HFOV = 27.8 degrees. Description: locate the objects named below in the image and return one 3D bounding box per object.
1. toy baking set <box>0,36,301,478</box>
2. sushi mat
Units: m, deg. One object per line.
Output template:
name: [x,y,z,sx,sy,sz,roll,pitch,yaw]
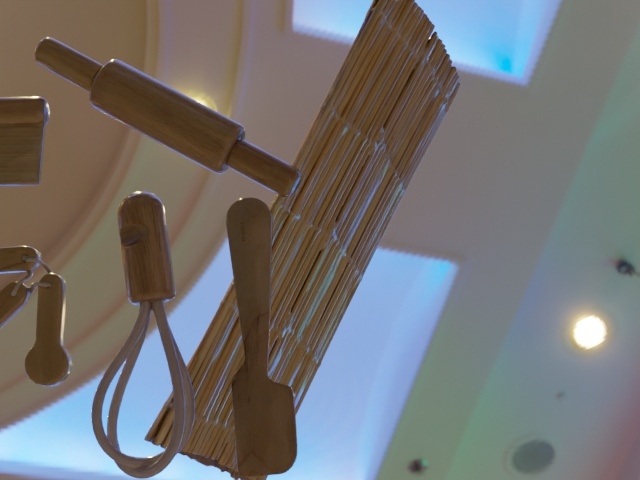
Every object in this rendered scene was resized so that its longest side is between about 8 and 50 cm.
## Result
toy baking set: [-0.104,0.011,0.683,0.256,0.030,0.197,24,-97,8]
sushi mat: [0.000,0.000,0.811,0.316,0.019,0.151,-63,-30,-11]
